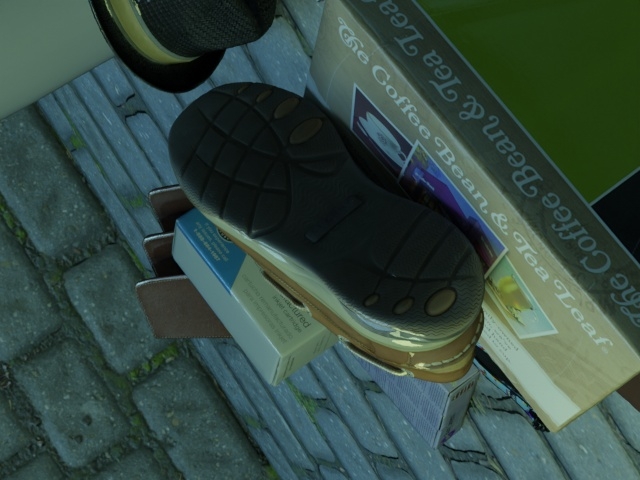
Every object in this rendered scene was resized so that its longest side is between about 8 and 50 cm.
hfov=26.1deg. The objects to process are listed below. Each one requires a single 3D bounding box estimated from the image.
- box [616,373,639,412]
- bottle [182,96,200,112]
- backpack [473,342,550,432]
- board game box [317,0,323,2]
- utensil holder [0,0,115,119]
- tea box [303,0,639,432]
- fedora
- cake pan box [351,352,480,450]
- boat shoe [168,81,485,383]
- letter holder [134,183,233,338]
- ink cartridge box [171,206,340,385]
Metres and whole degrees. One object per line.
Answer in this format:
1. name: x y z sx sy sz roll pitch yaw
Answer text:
1. box: 0.307 0.028 1.237 0.203 0.167 0.168 44 157 30
2. bottle: -0.141 -0.103 2.246 0.092 0.118 0.282 26 146 50
3. backpack: 0.243 0.117 1.646 0.173 0.117 0.158 37 155 44
4. board game box: -0.005 -0.422 1.381 0.308 0.086 0.302 58 162 -7
5. utensil holder: -0.474 -0.384 2.170 0.327 0.385 0.327 49 162 22
6. tea box: 0.211 -0.097 1.015 0.329 0.324 0.220 52 162 12
7. fedora: -0.151 -0.346 1.705 0.153 0.334 0.334 1 130 31
8. cake pan box: 0.131 0.180 2.133 0.245 0.070 0.267 50 162 22
9. boat shoe: -0.003 -0.002 1.016 0.324 0.123 0.116 45 164 38
10. letter holder: -0.137 0.027 2.171 0.302 0.152 0.214 -2 128 23
11. ink cartridge box: 0.000 0.000 1.757 0.223 0.307 0.129 51 160 14
